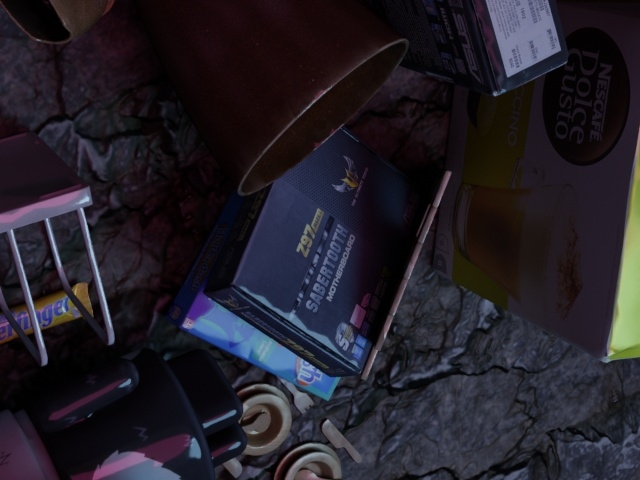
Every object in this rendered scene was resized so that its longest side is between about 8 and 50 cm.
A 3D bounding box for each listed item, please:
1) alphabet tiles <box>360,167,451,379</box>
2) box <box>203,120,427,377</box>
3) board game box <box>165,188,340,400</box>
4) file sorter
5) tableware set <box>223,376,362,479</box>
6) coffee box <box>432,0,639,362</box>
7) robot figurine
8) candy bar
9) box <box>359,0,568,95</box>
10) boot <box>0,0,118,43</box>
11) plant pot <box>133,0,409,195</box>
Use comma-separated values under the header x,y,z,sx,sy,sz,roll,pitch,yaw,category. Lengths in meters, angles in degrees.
x,y,z,sx,sy,sz,roll,pitch,yaw,category
0.090,0.033,1.443,0.009,0.198,0.237,22,94,1,alphabet tiles
0.000,0.000,1.398,0.183,0.059,0.233,36,61,-26,box
-0.042,0.062,1.457,0.210,0.047,0.160,29,87,-31,board game box
-0.353,0.038,1.220,0.277,0.193,0.173,-18,116,-21,file sorter
-0.039,0.244,1.523,0.128,0.039,0.194,-43,119,-9,tableware set
0.365,-0.088,1.452,0.338,0.334,0.338,-2,106,-26,coffee box
-0.214,0.218,1.350,0.278,0.173,0.209,-23,102,-19,robot figurine
-0.310,0.085,1.353,0.161,0.018,0.040,-19,113,-21,candy bar
0.065,-0.348,1.234,0.097,0.318,0.395,-28,115,-18,box
-0.277,-0.316,1.174,0.112,0.115,0.305,-14,118,25,boot
-0.071,-0.199,1.269,0.215,0.215,0.230,-40,85,-10,plant pot
